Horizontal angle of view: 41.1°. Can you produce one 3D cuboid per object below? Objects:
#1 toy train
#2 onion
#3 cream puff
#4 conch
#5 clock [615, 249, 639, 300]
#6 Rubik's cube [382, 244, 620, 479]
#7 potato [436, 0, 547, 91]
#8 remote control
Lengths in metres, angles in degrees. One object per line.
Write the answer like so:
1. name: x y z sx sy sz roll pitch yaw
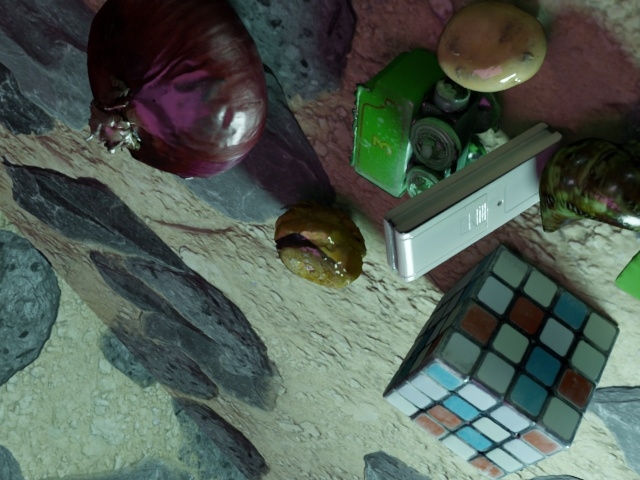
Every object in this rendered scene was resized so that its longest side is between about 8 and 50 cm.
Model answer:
1. toy train: 0.146 -0.155 1.237 0.188 0.132 0.243 34 150 20
2. onion: -0.258 -0.241 1.376 0.347 0.285 0.348 25 137 26
3. cream puff: 0.000 0.000 1.583 0.189 0.129 0.189 21 153 12
4. conch: 0.378 -0.074 1.119 0.181 0.187 0.124 -2 95 17
5. clock: 0.494 -0.001 0.962 0.219 0.255 0.106 33 148 12
6. Rubik's cube: 0.298 0.210 1.439 0.253 0.256 0.259 37 148 0
7. potato: 0.211 -0.245 1.072 0.147 0.112 0.112 8 139 33
8. remote control: 0.210 -0.055 1.166 0.055 0.277 0.103 46 159 37
